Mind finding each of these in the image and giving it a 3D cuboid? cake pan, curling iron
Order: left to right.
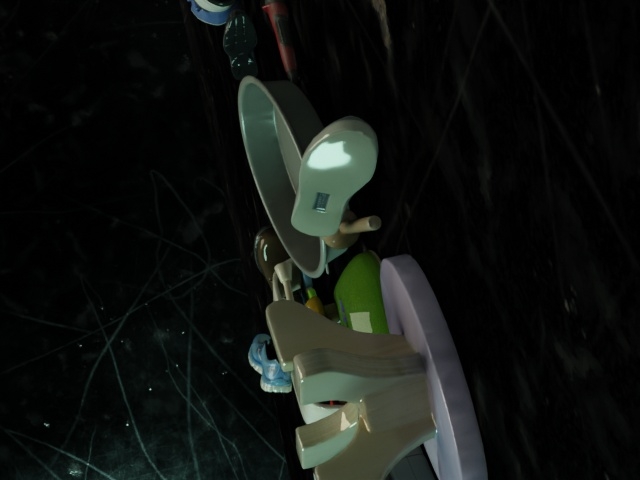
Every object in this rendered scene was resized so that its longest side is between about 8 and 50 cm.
[{"bbox_3d":[-0.063,-0.318,1.648,0.068,0.035,0.274,100,155,-69],"label":"curling iron"},{"bbox_3d":[-0.035,-0.094,1.599,0.293,0.054,0.293,159,90,-75],"label":"cake pan"}]

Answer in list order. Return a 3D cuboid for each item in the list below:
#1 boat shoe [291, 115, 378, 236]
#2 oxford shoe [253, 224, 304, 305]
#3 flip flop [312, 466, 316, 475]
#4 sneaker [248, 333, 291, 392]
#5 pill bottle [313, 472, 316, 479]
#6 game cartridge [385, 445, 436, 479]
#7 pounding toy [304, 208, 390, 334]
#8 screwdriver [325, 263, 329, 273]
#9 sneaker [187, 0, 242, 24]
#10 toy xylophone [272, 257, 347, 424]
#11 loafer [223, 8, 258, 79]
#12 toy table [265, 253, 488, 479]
[{"bbox_3d":[0.014,-0.088,1.326,0.227,0.079,0.081,116,167,-60],"label":"boat shoe"},{"bbox_3d":[-0.056,0.074,2.090,0.096,0.083,0.227,-128,15,-60],"label":"oxford shoe"},{"bbox_3d":[0.057,0.321,1.365,0.277,0.080,0.112,62,-176,-58],"label":"flip flop"},{"bbox_3d":[-0.076,0.191,1.932,0.162,0.063,0.073,-129,46,-63],"label":"sneaker"},{"bbox_3d":[0.055,0.439,1.714,0.124,0.124,0.221,-151,48,-79],"label":"pill bottle"},{"bbox_3d":[0.098,0.317,1.491,0.297,0.062,0.198,-127,21,-71],"label":"game cartridge"},{"bbox_3d":[0.026,0.086,1.413,0.183,0.110,0.237,-150,47,-79],"label":"pounding toy"},{"bbox_3d":[0.000,0.000,1.758,0.170,0.025,0.024,88,167,-50],"label":"screwdriver"},{"bbox_3d":[-0.199,-0.535,1.998,0.182,0.127,0.315,-158,49,-76],"label":"sneaker"},{"bbox_3d":[-0.015,0.164,1.910,0.236,0.081,0.322,98,157,-68],"label":"toy xylophone"},{"bbox_3d":[-0.146,-0.360,2.073,0.170,0.062,0.061,94,166,-60],"label":"loafer"},{"bbox_3d":[0.051,0.157,1.183,0.252,0.161,0.274,86,167,-49],"label":"toy table"}]
